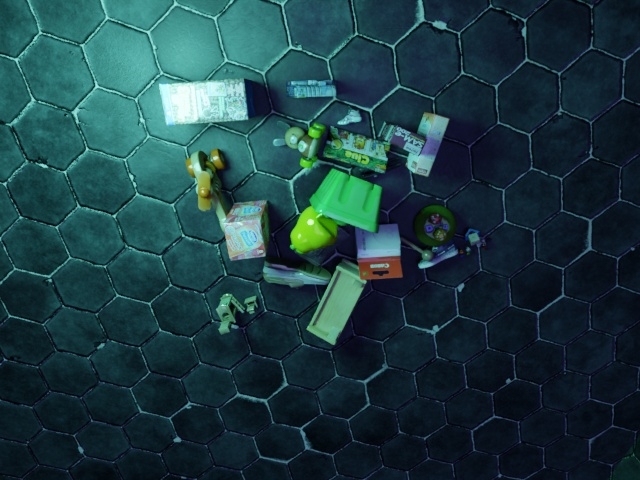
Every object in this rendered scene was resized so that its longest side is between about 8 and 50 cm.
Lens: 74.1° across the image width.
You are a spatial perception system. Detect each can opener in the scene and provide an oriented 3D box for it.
[{"bbox_3d":[0.248,-0.298,1.761,0.186,0.073,0.059,-14,102,-7],"label":"can opener"}]

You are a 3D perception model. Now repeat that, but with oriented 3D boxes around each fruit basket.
[{"bbox_3d":[0.056,-0.086,1.663,0.283,0.392,0.391,19,108,-9],"label":"fruit basket"}]

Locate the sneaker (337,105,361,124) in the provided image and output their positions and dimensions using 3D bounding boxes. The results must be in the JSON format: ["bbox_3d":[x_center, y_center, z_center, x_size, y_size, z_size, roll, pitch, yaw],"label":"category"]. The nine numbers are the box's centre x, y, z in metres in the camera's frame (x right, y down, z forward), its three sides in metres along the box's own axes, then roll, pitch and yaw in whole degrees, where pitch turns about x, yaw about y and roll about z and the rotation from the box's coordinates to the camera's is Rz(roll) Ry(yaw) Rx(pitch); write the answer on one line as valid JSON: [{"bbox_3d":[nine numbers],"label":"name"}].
[{"bbox_3d":[0.112,-0.503,1.693,0.098,0.038,0.069,-14,108,-7],"label":"sneaker"}]

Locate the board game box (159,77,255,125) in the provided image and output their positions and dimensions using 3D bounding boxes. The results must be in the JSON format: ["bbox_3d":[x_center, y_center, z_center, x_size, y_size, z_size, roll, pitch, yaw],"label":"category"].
[{"bbox_3d":[-0.402,-0.512,1.564,0.291,0.232,0.141,-4,109,-1],"label":"board game box"}]

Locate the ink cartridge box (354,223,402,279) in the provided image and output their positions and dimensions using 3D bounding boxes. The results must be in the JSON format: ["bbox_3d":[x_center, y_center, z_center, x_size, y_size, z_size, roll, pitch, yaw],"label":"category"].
[{"bbox_3d":[0.250,0.044,1.810,0.189,0.232,0.066,-4,150,-1],"label":"ink cartridge box"}]

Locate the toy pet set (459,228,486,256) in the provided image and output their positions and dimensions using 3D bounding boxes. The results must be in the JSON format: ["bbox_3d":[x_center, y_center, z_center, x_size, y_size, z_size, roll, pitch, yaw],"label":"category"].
[{"bbox_3d":[0.673,0.004,1.898,0.122,0.065,0.114,-19,144,7],"label":"toy pet set"}]

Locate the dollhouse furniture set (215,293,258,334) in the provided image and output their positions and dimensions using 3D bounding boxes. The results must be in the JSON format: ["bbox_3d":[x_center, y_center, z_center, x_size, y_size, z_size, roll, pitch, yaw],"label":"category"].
[{"bbox_3d":[-0.372,0.305,1.884,0.161,0.182,0.101,-19,109,5],"label":"dollhouse furniture set"}]

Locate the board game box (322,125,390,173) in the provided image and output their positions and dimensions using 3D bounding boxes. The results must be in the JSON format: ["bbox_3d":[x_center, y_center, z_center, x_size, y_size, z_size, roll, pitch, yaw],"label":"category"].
[{"bbox_3d":[0.148,-0.366,1.708,0.260,0.030,0.136,14,73,-8],"label":"board game box"}]

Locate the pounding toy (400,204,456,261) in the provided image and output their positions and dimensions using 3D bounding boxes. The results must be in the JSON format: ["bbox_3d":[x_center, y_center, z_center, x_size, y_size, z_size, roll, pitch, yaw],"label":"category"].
[{"bbox_3d":[0.479,-0.038,1.809,0.183,0.110,0.236,39,98,1],"label":"pounding toy"}]

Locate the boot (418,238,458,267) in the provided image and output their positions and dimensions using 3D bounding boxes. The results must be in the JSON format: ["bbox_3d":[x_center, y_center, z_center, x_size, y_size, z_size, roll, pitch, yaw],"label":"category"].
[{"bbox_3d":[0.515,0.051,1.898,0.190,0.069,0.086,-25,101,-1],"label":"boot"}]

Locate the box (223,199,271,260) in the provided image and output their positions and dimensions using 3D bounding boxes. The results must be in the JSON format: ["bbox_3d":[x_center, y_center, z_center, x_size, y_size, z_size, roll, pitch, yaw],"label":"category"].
[{"bbox_3d":[-0.285,-0.049,1.698,0.142,0.300,0.154,-6,109,0],"label":"box"}]

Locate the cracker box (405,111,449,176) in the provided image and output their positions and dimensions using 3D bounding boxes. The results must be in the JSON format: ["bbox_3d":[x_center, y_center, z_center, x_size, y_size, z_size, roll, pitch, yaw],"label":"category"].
[{"bbox_3d":[0.419,-0.384,1.683,0.067,0.155,0.232,14,108,-7],"label":"cracker box"}]

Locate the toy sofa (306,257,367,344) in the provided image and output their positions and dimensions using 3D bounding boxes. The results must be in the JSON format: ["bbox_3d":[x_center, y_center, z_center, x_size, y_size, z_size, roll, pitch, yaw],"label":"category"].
[{"bbox_3d":[0.089,0.270,1.922,0.150,0.177,0.362,27,108,10],"label":"toy sofa"}]

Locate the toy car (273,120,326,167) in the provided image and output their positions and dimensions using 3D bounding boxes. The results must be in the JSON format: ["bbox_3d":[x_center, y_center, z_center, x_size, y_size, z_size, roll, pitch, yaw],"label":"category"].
[{"bbox_3d":[-0.093,-0.399,1.675,0.189,0.149,0.155,20,118,3],"label":"toy car"}]

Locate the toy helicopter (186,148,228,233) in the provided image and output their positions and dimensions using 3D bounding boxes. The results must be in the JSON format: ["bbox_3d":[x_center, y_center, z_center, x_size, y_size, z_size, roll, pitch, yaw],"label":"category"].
[{"bbox_3d":[-0.422,-0.181,1.680,0.140,0.235,0.354,-18,110,4],"label":"toy helicopter"}]

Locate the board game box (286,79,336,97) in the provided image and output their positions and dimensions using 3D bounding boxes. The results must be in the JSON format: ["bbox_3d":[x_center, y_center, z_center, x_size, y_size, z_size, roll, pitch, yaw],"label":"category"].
[{"bbox_3d":[-0.016,-0.575,1.602,0.194,0.194,0.060,-8,111,-15],"label":"board game box"}]

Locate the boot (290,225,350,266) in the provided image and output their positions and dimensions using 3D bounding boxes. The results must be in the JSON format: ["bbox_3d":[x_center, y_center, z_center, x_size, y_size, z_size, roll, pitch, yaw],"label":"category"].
[{"bbox_3d":[-0.001,-0.002,1.847,0.190,0.076,0.208,31,113,-27],"label":"boot"}]

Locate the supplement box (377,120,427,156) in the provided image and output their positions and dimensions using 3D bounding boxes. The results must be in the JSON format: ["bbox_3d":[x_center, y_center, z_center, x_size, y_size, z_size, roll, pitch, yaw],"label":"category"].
[{"bbox_3d":[0.309,-0.395,1.630,0.130,0.239,0.073,22,107,-10],"label":"supplement box"}]

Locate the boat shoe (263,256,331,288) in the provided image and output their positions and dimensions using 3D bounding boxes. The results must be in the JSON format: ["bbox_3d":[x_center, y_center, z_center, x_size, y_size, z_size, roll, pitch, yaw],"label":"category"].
[{"bbox_3d":[-0.106,0.155,1.887,0.303,0.113,0.103,13,111,4],"label":"boat shoe"}]
